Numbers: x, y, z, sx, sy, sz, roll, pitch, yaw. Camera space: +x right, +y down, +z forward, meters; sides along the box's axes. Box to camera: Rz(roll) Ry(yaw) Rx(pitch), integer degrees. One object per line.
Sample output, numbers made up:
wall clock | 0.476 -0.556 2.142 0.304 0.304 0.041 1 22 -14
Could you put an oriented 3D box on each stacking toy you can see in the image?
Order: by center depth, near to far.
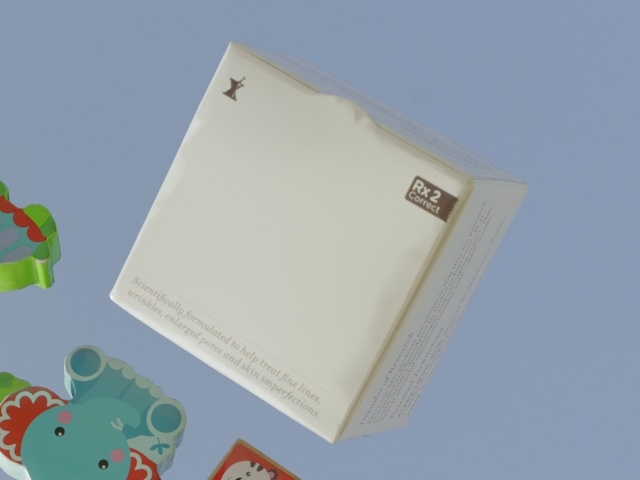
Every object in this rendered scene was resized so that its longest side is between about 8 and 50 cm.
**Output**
stacking toy | -0.034 0.080 0.466 0.221 0.167 0.052 33 -114 9

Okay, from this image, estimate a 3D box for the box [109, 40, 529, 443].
box | 0.000 0.000 1.034 0.182 0.181 0.119 -63 -22 11
